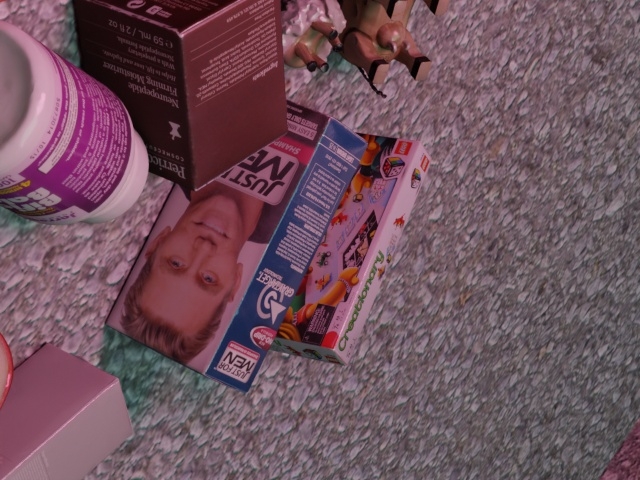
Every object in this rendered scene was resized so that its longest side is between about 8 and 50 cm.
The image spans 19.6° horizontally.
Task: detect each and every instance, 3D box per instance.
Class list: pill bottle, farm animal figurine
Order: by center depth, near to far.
[{"bbox_3d":[-0.296,-0.109,1.935,0.169,0.169,0.301,-64,157,-3],"label":"pill bottle"},{"bbox_3d":[0.110,-0.349,2.375,0.330,0.172,0.327,8,121,-41],"label":"farm animal figurine"}]

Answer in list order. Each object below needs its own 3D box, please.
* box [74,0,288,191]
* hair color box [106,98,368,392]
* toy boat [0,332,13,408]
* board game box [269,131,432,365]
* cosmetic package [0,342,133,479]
[{"bbox_3d":[-0.154,-0.198,2.095,0.167,0.168,0.203,-36,135,-39],"label":"box"},{"bbox_3d":[-0.102,-0.008,2.278,0.105,0.174,0.347,31,84,-56],"label":"hair color box"},{"bbox_3d":[-0.422,0.183,2.010,0.231,0.151,0.151,-64,177,-3],"label":"toy boat"},{"bbox_3d":[0.000,0.000,2.358,0.053,0.193,0.305,52,55,-51],"label":"board game box"},{"bbox_3d":[-0.344,0.237,2.135,0.238,0.127,0.107,-38,137,-34],"label":"cosmetic package"}]
